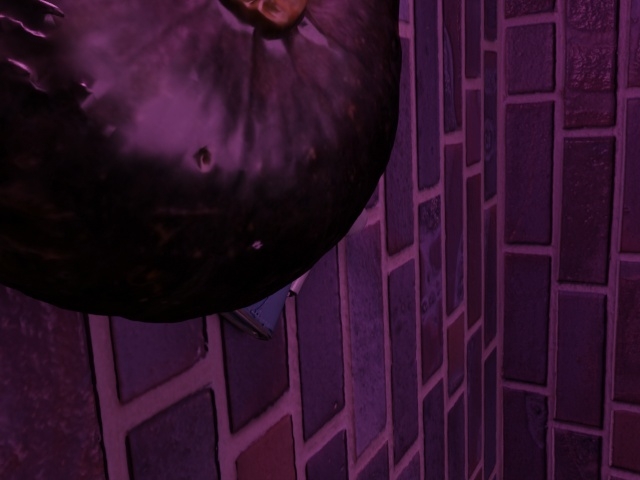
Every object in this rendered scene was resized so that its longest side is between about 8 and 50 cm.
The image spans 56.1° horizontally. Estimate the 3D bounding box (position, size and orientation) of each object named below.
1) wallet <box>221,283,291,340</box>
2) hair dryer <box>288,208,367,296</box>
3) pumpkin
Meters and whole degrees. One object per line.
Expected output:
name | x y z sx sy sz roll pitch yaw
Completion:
wallet | -0.079 -0.008 0.845 0.176 0.075 0.251 49 54 -47
hair dryer | 0.000 0.000 0.990 0.237 0.073 0.131 -65 144 -27
pumpkin | -0.138 -0.156 0.479 0.454 0.343 0.455 5 82 -44
